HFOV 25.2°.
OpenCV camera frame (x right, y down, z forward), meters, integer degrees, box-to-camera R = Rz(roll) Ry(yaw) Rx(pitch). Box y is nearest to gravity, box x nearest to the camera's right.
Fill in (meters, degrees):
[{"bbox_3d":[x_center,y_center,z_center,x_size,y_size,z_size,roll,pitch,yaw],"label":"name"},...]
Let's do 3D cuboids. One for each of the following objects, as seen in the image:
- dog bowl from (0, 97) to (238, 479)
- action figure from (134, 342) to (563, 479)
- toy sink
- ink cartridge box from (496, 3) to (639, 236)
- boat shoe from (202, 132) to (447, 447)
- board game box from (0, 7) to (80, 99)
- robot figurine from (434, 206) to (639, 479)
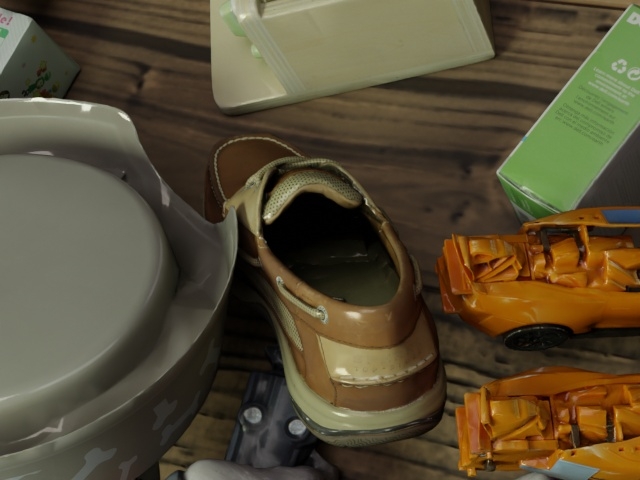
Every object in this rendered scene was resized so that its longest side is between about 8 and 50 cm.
[{"bbox_3d":[-0.222,0.047,0.962,0.348,0.102,0.349,-2,42,2],"label":"dog bowl"},{"bbox_3d":[-0.008,0.177,0.924,0.330,0.178,0.341,4,69,11],"label":"action figure"},{"bbox_3d":[0.003,-0.212,1.111,0.234,0.131,0.153,-10,64,16],"label":"toy sink"},{"bbox_3d":[0.216,-0.089,0.993,0.062,0.109,0.209,35,82,28],"label":"ink cartridge box"},{"bbox_3d":[0.000,0.000,0.974,0.122,0.120,0.324,-15,36,-16],"label":"boat shoe"},{"bbox_3d":[-0.376,-0.070,1.206,0.224,0.097,0.303,22,78,26],"label":"board game box"},{"bbox_3d":[0.224,0.065,0.888,0.291,0.085,0.211,-2,65,-7],"label":"robot figurine"}]
